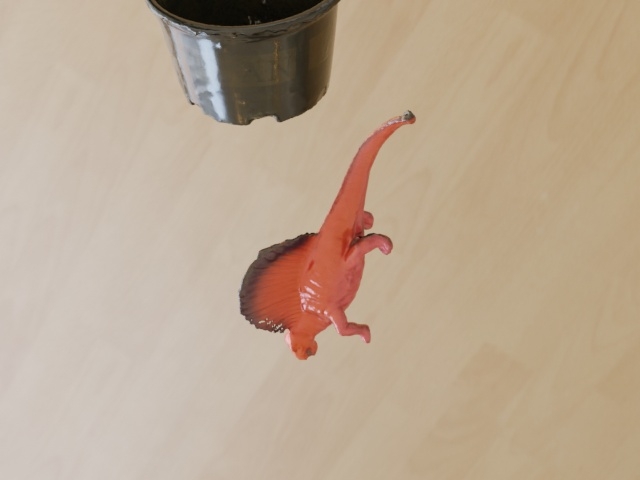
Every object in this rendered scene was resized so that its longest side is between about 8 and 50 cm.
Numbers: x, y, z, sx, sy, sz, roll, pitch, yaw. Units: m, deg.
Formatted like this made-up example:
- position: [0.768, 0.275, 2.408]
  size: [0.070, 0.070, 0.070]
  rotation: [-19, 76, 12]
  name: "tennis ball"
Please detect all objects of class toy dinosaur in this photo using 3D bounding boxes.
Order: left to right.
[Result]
- position: [-0.007, 0.003, 1.285]
  size: [0.138, 0.070, 0.286]
  rotation: [-4, 127, -24]
  name: "toy dinosaur"

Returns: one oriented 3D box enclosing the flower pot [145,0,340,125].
- position: [-0.052, -0.160, 1.068]
  size: [0.157, 0.157, 0.107]
  rotation: [6, 131, 13]
  name: "flower pot"
